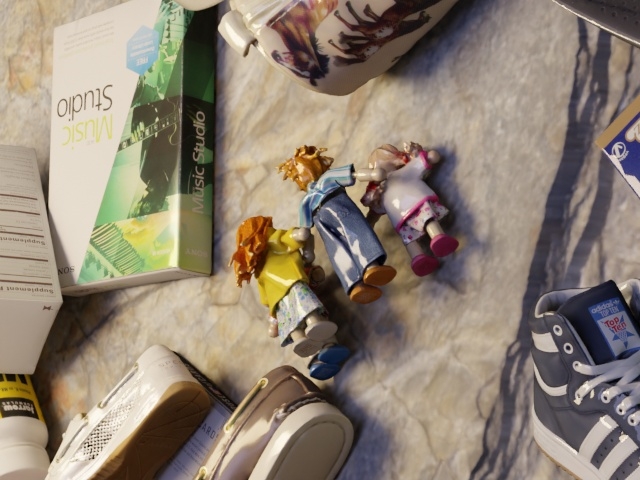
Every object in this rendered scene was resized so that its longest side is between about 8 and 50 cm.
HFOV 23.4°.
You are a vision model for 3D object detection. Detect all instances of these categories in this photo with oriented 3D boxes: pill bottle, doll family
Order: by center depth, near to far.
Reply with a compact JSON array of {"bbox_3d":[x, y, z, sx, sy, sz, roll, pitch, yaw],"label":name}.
[{"bbox_3d":[0.000,0.000,1.468,0.263,0.118,0.163,-47,53,27],"label":"doll family"},{"bbox_3d":[-0.385,0.203,1.796,0.119,0.119,0.208,-45,55,28],"label":"pill bottle"}]

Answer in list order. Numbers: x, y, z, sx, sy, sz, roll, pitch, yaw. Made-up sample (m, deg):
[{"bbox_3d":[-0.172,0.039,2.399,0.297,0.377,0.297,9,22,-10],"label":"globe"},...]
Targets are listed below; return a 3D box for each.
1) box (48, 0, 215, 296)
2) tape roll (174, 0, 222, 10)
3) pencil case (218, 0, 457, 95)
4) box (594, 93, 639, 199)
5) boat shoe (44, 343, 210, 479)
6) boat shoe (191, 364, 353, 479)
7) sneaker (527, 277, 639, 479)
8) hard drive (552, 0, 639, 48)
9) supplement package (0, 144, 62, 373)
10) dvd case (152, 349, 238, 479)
[{"bbox_3d":[-0.215,-0.107,1.738,0.232,0.058,0.322,-11,76,42],"label":"box"},{"bbox_3d":[-0.054,-0.406,1.523,0.392,0.072,0.392,-42,29,31],"label":"tape roll"},{"bbox_3d":[0.089,-0.299,1.402,0.410,0.183,0.160,-41,57,31],"label":"pencil case"},{"bbox_3d":[0.328,-0.048,1.225,0.136,0.036,0.225,-49,54,25],"label":"box"},{"bbox_3d":[-0.227,0.221,1.622,0.277,0.098,0.096,-46,52,16],"label":"boat shoe"},{"bbox_3d":[-0.092,0.270,1.510,0.324,0.117,0.097,-57,46,14],"label":"boat shoe"},{"bbox_3d":[0.250,0.125,1.160,0.282,0.099,0.153,29,133,55],"label":"sneaker"},{"bbox_3d":[0.320,-0.209,1.221,0.255,0.054,0.172,31,85,42],"label":"hard drive"},{"bbox_3d":[-0.392,0.017,1.778,0.139,0.134,0.244,-62,34,40],"label":"supplement package"},{"bbox_3d":[-0.160,0.260,1.632,0.179,0.030,0.238,35,106,42],"label":"dvd case"}]
